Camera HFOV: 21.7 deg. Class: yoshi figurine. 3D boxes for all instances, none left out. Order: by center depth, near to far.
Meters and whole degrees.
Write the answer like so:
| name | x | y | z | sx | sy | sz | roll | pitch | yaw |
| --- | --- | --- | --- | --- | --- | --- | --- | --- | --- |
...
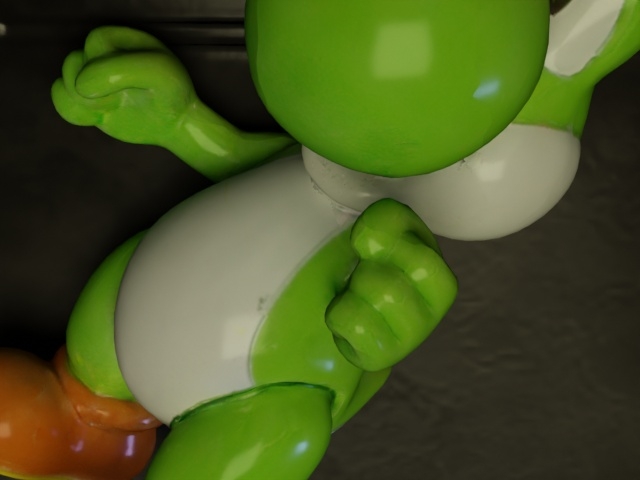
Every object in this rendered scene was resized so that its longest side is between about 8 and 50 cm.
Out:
| name | x | y | z | sx | sy | sz | roll | pitch | yaw |
| --- | --- | --- | --- | --- | --- | --- | --- | --- | --- |
| yoshi figurine | -0.021 | -0.011 | 0.659 | 0.203 | 0.203 | 0.362 | 38 | 107 | -8 |
